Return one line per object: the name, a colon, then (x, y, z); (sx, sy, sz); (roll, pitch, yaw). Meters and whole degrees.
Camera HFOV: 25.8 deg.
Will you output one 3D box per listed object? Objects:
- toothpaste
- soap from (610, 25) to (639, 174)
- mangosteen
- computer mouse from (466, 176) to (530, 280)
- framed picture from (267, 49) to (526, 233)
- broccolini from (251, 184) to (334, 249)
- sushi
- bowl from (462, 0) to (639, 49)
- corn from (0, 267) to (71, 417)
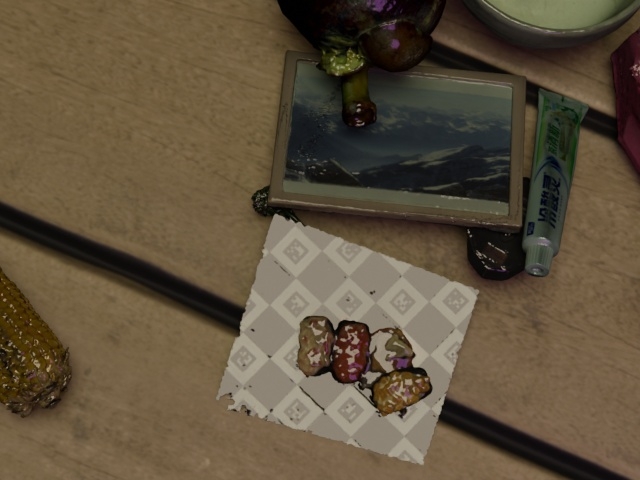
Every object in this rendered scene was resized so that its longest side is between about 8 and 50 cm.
toothpaste: (0.307, -0.082, 1.860); (0.075, 0.048, 0.297); (17, 57, -3)
soap: (0.524, -0.152, 1.877); (0.220, 0.127, 0.325); (-30, 80, -8)
mangosteen: (0.046, -0.297, 1.843); (0.231, 0.231, 0.289); (12, 80, 1)
computer mouse: (0.251, -0.012, 1.869); (0.099, 0.057, 0.172); (30, 64, 7)
framed picture: (0.106, -0.136, 1.878); (0.335, 0.022, 0.247); (7, 61, 0)
broccolini: (0.000, 0.000, 1.861); (0.218, 0.042, 0.044); (36, 78, 5)
sushi: (0.034, 0.132, 1.806); (0.290, 0.050, 0.264); (18, 84, 2)
bowl: (0.305, -0.394, 1.908); (0.307, 0.163, 0.307); (1, 75, -3)
corn: (-0.435, 0.088, 1.786); (0.115, 0.115, 0.318); (-37, 79, -11)
